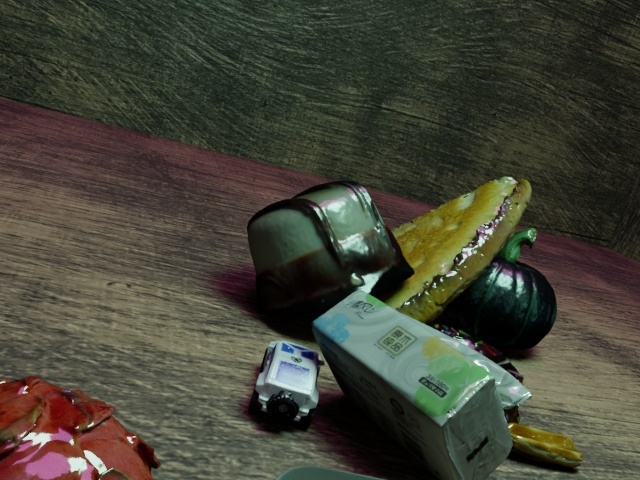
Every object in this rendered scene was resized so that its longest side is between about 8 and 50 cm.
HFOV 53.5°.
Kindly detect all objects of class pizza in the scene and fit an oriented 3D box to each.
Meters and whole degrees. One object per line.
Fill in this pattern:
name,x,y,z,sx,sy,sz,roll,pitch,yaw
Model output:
pizza,0.188,0.054,1.190,0.080,0.435,0.392,53,30,-14

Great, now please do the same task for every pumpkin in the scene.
pumpkin,0.362,0.083,1.273,0.248,0.248,0.248,16,14,-4

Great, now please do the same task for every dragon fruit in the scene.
dragon fruit,-0.200,0.177,0.415,0.210,0.172,0.172,27,15,5

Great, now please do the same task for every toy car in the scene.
toy car,-0.040,0.174,0.808,0.080,0.070,0.170,17,13,-1

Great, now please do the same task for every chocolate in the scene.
chocolate,0.000,0.000,1.091,0.284,0.186,0.283,-13,11,3

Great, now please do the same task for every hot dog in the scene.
hot dog,0.299,0.282,0.869,0.133,0.041,0.056,19,21,-14

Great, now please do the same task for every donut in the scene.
donut,0.199,0.200,0.958,0.235,0.089,0.235,18,14,-5

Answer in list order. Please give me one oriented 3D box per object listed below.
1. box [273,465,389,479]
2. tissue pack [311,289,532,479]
box,0.142,0.289,0.362,0.367,0.090,0.373,13,14,-9
tissue pack,0.126,0.164,0.780,0.145,0.159,0.229,-38,39,-19
